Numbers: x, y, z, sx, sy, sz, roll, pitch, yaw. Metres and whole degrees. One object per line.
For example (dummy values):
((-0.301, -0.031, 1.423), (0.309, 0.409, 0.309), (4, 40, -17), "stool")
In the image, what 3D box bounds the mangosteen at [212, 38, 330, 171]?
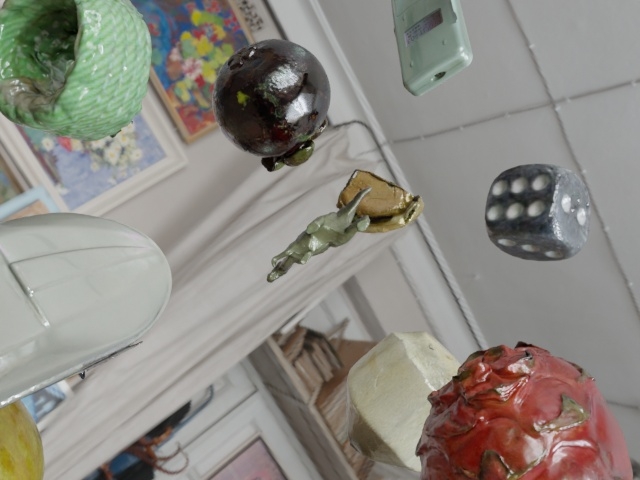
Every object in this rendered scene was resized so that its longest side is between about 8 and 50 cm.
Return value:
((-0.102, -0.304, 1.533), (0.288, 0.288, 0.288), (42, -27, 27), "mangosteen")

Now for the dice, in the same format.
((0.495, -0.062, 1.557), (0.182, 0.181, 0.183), (-4, -25, 44), "dice")

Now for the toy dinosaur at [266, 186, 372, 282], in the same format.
((-0.006, -0.005, 1.422), (0.077, 0.294, 0.162), (60, 9, -4), "toy dinosaur")

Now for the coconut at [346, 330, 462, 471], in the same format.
((0.159, 0.311, 1.301), (0.237, 0.266, 0.237), (40, 10, -8), "coconut")

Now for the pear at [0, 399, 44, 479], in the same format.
((-0.374, 0.217, 0.678), (0.200, 0.200, 0.200), (42, -27, 27), "pear")

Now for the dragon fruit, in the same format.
((0.216, 0.239, 0.751), (0.241, 0.241, 0.252), (104, -17, -60), "dragon fruit")

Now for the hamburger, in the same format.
((0.155, -0.073, 1.733), (0.208, 0.155, 0.135), (19, -18, 25), "hamburger")

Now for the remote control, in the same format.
((0.203, -0.409, 1.299), (0.140, 0.296, 0.056), (-28, -43, 31), "remote control")

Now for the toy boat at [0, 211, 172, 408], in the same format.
((-0.235, 0.062, 0.497), (0.141, 0.269, 0.140), (5, -79, 30), "toy boat")

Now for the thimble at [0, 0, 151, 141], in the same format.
((-0.341, -0.250, 0.944), (0.219, 0.219, 0.150), (46, 17, 20), "thimble")
